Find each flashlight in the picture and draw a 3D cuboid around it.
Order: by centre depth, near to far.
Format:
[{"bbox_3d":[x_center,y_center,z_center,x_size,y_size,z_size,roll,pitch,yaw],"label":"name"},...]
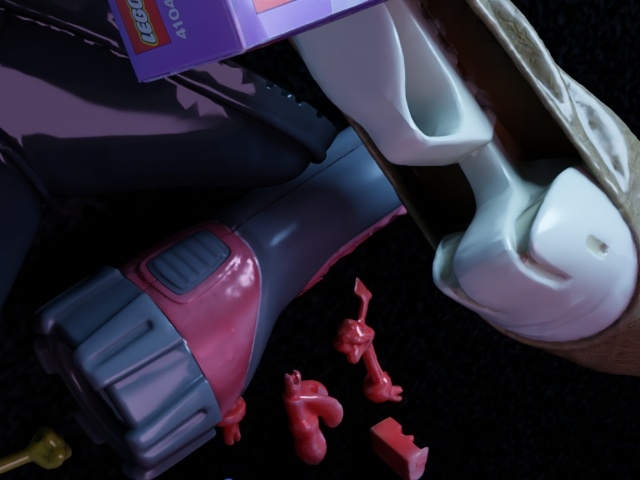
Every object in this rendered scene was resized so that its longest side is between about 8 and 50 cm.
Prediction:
[{"bbox_3d":[0.000,0.000,0.617,0.304,0.103,0.103,-34,101,-25],"label":"flashlight"}]

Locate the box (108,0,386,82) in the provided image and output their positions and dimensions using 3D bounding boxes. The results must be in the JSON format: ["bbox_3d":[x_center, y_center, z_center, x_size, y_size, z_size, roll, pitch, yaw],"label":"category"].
[{"bbox_3d":[-0.023,-0.221,0.383,0.201,0.057,0.293,-31,106,-42],"label":"box"}]

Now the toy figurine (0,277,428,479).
[{"bbox_3d":[-0.038,0.196,0.609,0.362,0.217,0.191,-22,126,-29],"label":"toy figurine"}]

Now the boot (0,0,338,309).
[{"bbox_3d":[-0.132,-0.010,0.497,0.246,0.094,0.207,22,96,-37],"label":"boot"}]

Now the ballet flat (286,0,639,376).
[{"bbox_3d":[0.064,-0.048,0.518,0.342,0.116,0.124,55,30,-11],"label":"ballet flat"}]
